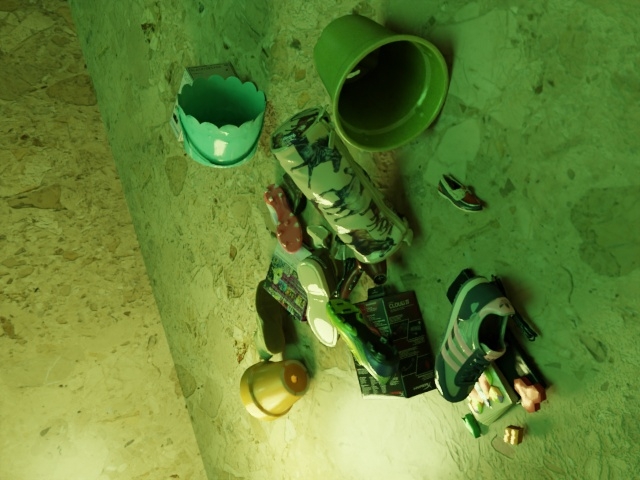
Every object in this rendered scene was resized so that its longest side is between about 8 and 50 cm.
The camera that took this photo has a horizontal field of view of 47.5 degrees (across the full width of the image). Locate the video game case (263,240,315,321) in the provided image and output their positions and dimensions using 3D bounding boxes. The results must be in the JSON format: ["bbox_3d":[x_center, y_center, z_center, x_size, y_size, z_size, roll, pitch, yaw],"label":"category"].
[{"bbox_3d":[-0.080,0.109,2.295,0.232,0.041,0.210,36,113,45],"label":"video game case"}]

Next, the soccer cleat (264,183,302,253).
[{"bbox_3d":[-0.114,-0.065,2.296,0.095,0.083,0.248,74,174,-70],"label":"soccer cleat"}]

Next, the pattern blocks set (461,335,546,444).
[{"bbox_3d":[0.382,0.345,1.704,0.285,0.026,0.325,55,149,31],"label":"pattern blocks set"}]

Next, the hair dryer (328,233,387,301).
[{"bbox_3d":[0.110,0.079,1.963,0.293,0.080,0.224,175,100,-70],"label":"hair dryer"}]

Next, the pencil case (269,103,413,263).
[{"bbox_3d":[0.056,-0.130,1.770,0.183,0.160,0.410,-14,122,50],"label":"pencil case"}]

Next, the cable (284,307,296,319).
[{"bbox_3d":[-0.088,0.196,2.397,0.184,0.047,0.151,22,121,52],"label":"cable"}]

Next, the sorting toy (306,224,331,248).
[{"bbox_3d":[0.000,0.000,2.181,0.083,0.045,0.075,40,142,42],"label":"sorting toy"}]

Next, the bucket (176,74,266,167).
[{"bbox_3d":[-0.313,-0.373,2.304,0.281,0.281,0.183,51,149,33],"label":"bucket"}]

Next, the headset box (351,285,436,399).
[{"bbox_3d":[0.175,0.267,1.938,0.218,0.110,0.293,-24,79,59],"label":"headset box"}]

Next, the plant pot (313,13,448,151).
[{"bbox_3d":[0.110,-0.385,1.659,0.254,0.276,0.276,-121,33,-46],"label":"plant pot"}]

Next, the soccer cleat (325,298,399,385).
[{"bbox_3d":[0.095,0.257,1.869,0.289,0.093,0.121,44,136,42],"label":"soccer cleat"}]

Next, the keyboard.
[{"bbox_3d":[0.404,0.197,1.632,0.317,0.033,0.201,59,151,22],"label":"keyboard"}]

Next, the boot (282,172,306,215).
[{"bbox_3d":[-0.086,-0.149,2.253,0.114,0.037,0.106,48,131,35],"label":"boot"}]

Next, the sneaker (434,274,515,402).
[{"bbox_3d":[0.335,0.244,1.584,0.131,0.112,0.319,45,136,52],"label":"sneaker"}]

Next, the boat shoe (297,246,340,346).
[{"bbox_3d":[0.015,0.172,2.165,0.116,0.097,0.324,11,129,35],"label":"boat shoe"}]

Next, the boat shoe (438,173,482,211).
[{"bbox_3d":[0.313,-0.105,1.630,0.137,0.049,0.043,43,135,48],"label":"boat shoe"}]

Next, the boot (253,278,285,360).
[{"bbox_3d":[-0.188,0.281,2.543,0.203,0.095,0.262,127,133,-68],"label":"boot"}]

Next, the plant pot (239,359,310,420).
[{"bbox_3d":[-0.141,0.495,2.490,0.188,0.205,0.205,-33,75,42],"label":"plant pot"}]

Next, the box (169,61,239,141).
[{"bbox_3d":[-0.402,-0.472,2.489,0.087,0.169,0.290,62,146,20],"label":"box"}]
